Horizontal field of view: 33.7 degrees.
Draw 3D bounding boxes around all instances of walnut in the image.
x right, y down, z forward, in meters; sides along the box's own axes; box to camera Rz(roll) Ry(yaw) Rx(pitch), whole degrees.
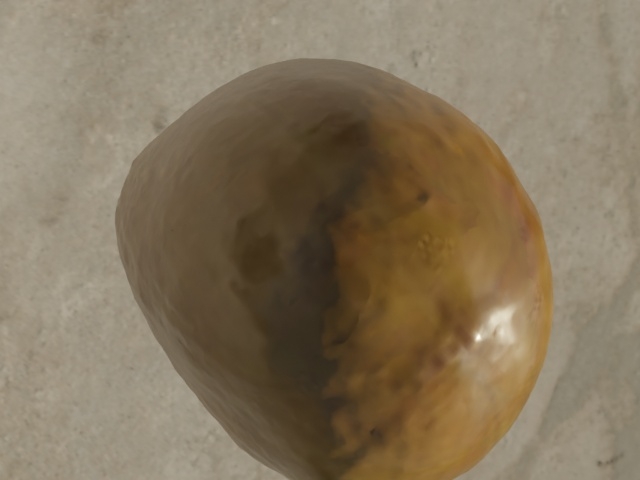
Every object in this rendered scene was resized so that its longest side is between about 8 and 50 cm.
[{"bbox_3d":[0.000,0.000,0.535,0.203,0.298,0.203,-10,119,-19],"label":"walnut"}]
